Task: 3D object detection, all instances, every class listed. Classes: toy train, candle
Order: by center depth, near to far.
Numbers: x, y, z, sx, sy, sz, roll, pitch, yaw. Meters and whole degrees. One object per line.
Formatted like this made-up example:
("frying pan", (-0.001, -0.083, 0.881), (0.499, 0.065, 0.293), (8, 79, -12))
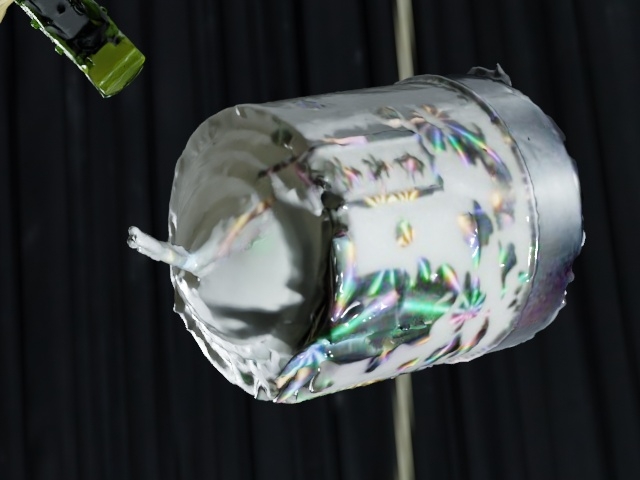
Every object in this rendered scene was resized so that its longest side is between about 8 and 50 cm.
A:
("candle", (0.000, 0.000, 1.130), (0.330, 0.187, 0.187), (-11, 169, -40))
("toy train", (-0.221, -0.202, 1.487), (0.053, 0.249, 0.085), (-41, 138, -1))

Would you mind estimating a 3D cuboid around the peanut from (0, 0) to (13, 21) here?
("peanut", (-0.210, -0.165, 1.022), (0.130, 0.130, 0.290), (10, 140, -36))
